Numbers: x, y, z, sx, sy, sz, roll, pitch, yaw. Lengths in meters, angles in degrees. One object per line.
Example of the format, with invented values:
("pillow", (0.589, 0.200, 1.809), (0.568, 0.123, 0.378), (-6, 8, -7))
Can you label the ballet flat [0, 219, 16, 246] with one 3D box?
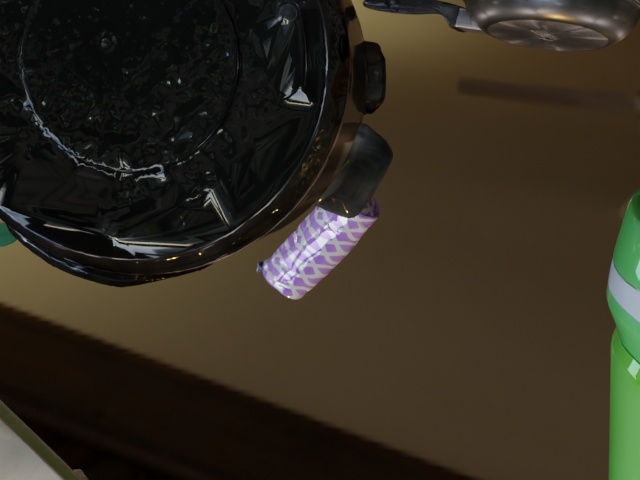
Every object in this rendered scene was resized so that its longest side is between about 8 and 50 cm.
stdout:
("ballet flat", (-0.380, -0.032, 1.485), (0.077, 0.091, 0.241), (45, -179, 6))

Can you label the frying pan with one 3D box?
("frying pan", (0.182, -0.248, 1.509), (0.326, 0.053, 0.197), (6, 175, 14))

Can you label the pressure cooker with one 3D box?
("pressure cooker", (-0.131, -0.158, 1.348), (0.376, 0.369, 0.420), (-16, -177, 6))

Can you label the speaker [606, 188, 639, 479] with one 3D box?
("speaker", (0.175, 0.125, 0.565), (0.131, 0.296, 0.131), (-3, -160, 1))

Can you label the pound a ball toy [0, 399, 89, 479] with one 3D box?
("pound a ball toy", (-0.287, 0.193, 1.124), (0.136, 0.319, 0.208), (-43, -146, -10))

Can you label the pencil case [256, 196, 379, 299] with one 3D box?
("pencil case", (0.000, 0.000, 2.106), (0.086, 0.206, 0.088), (40, -153, -12))
